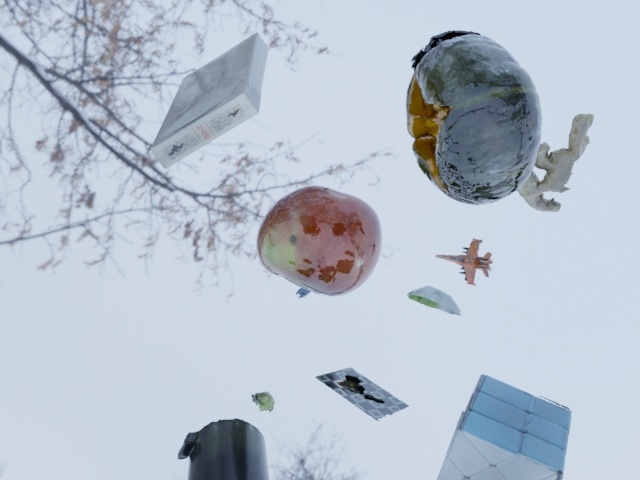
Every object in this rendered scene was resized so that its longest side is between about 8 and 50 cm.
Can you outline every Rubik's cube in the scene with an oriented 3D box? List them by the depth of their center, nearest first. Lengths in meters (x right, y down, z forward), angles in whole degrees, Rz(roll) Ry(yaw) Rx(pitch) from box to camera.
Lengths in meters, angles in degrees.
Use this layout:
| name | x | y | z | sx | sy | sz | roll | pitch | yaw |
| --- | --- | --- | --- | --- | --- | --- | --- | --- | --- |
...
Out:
| name | x | y | z | sx | sy | sz | roll | pitch | yaw |
| --- | --- | --- | --- | --- | --- | --- | --- | --- | --- |
| Rubik's cube | 0.409 | 0.478 | 1.443 | 0.231 | 0.224 | 0.221 | 21 | -61 | 16 |

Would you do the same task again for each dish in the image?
| name | x | y | z | sx | sy | sz | roll | pitch | yaw |
| --- | --- | --- | --- | --- | --- | --- | --- | --- | --- |
| dish | 0.271 | 0.134 | 1.495 | 0.137 | 0.039 | 0.091 | 22 | -12 | -11 |

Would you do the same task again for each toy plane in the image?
| name | x | y | z | sx | sy | sz | roll | pitch | yaw |
| --- | --- | --- | --- | --- | --- | --- | --- | --- | --- |
| toy plane | 0.402 | 0.056 | 1.814 | 0.188 | 0.135 | 0.062 | 8 | -4 | -11 |

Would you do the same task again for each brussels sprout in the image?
| name | x | y | z | sx | sy | sz | roll | pitch | yaw |
| --- | --- | --- | --- | --- | --- | --- | --- | --- | --- |
| brussels sprout | -0.194 | 0.538 | 2.180 | 0.085 | 0.085 | 0.058 | 11 | -70 | 23 |

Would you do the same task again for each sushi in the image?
| name | x | y | z | sx | sy | sz | roll | pitch | yaw |
| --- | --- | --- | --- | --- | --- | --- | --- | --- | --- |
| sushi | 0.096 | 0.370 | 1.511 | 0.201 | 0.139 | 0.031 | 28 | -71 | 39 |

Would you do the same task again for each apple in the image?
| name | x | y | z | sx | sy | sz | roll | pitch | yaw |
| --- | --- | --- | --- | --- | --- | --- | --- | --- | --- |
| apple | 0.000 | 0.000 | 1.775 | 0.348 | 0.277 | 0.348 | 23 | -6 | 3 |

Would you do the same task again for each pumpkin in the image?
| name | x | y | z | sx | sy | sz | roll | pitch | yaw |
| --- | --- | --- | --- | --- | --- | --- | --- | --- | --- |
| pumpkin | 0.272 | -0.214 | 1.169 | 0.192 | 0.320 | 0.320 | -12 | -40 | -6 |

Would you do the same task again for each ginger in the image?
| name | x | y | z | sx | sy | sz | roll | pitch | yaw |
| --- | --- | --- | --- | --- | --- | --- | --- | --- | --- |
| ginger | 0.557 | -0.190 | 1.532 | 0.149 | 0.065 | 0.259 | 12 | -64 | -19 |

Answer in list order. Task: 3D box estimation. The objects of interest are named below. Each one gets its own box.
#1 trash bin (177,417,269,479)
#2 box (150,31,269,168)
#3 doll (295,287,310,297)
| name | x | y | z | sx | sy | sz | roll | pitch | yaw |
| --- | --- | --- | --- | --- | --- | --- | --- | --- | --- |
| trash bin | -0.209 | 0.588 | 1.483 | 0.252 | 0.301 | 0.203 | 22 | -68 | -19 |
| box | -0.201 | -0.280 | 1.231 | 0.204 | 0.365 | 0.051 | -27 | -61 | 15 |
| doll | -0.032 | 0.156 | 2.219 | 0.037 | 0.125 | 0.027 | 54 | 1 | -16 |
